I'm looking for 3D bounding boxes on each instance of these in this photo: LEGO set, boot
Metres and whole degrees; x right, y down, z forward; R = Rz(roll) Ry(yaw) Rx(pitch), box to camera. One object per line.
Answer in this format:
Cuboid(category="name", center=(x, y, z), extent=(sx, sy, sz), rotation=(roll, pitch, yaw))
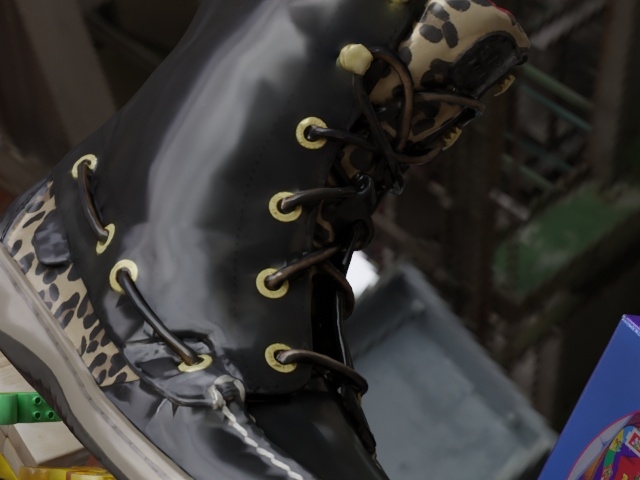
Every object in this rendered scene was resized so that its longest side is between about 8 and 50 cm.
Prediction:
Cuboid(category="LEGO set", center=(-0.168, 0.129, 1.087), extent=(0.227, 0.093, 0.087), rotation=(1, -93, -37))
Cuboid(category="boot", center=(0.000, 0.000, 0.862), extent=(0.284, 0.377, 0.138), rotation=(-53, -46, -1))

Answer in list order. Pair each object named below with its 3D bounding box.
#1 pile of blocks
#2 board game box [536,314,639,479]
Cuboid(category="pile of blocks", center=(-0.238, 0.138, 1.340), extent=(0.112, 0.362, 0.149), rotation=(-17, -75, -31))
Cuboid(category="board game box", center=(0.203, 0.253, 1.066), extent=(0.078, 0.233, 0.347), rotation=(6, -63, -40))
